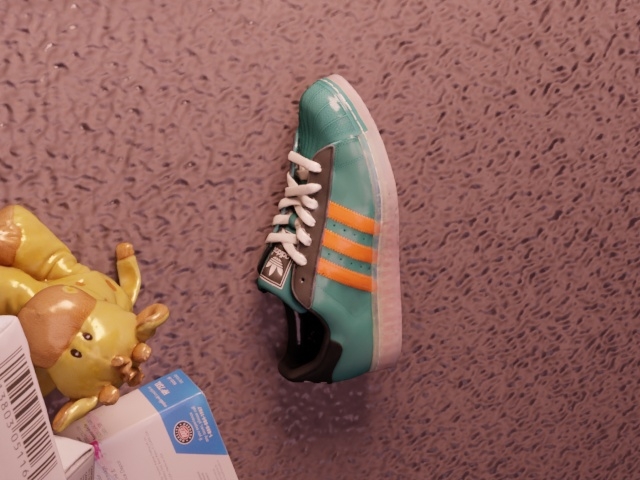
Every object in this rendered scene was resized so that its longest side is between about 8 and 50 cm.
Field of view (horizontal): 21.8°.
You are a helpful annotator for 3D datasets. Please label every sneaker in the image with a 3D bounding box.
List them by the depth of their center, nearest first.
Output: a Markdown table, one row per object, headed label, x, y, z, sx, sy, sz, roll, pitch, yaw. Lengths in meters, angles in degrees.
| label | x | y | z | sx | sy | sz | roll | pitch | yaw |
| --- | --- | --- | --- | --- | --- | --- | --- | --- | --- |
| sneaker | 0.000 | 0.000 | 1.554 | 0.121 | 0.108 | 0.302 | -16 | 113 | -23 |

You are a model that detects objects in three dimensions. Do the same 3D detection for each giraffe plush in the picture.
| label | x | y | z | sx | sy | sz | roll | pitch | yaw |
| --- | --- | --- | --- | --- | --- | --- | --- | --- | --- |
| giraffe plush | -0.222 | 0.083 | 1.449 | 0.210 | 0.170 | 0.181 | 11 | 101 | -25 |

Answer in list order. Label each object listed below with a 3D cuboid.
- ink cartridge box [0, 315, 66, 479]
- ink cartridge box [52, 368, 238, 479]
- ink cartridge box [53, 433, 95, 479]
| label | x | y | z | sx | sy | sz | roll | pitch | yaw |
| --- | --- | --- | --- | --- | --- | --- | --- | --- | --- |
| ink cartridge box | -0.382 | 0.217 | 1.384 | 0.091 | 0.385 | 0.308 | -45 | 128 | -54 |
| ink cartridge box | -0.201 | 0.234 | 1.555 | 0.231 | 0.078 | 0.134 | -25 | 112 | -14 |
| ink cartridge box | -0.318 | 0.272 | 1.461 | 0.239 | 0.060 | 0.275 | 15 | 119 | 18 |
